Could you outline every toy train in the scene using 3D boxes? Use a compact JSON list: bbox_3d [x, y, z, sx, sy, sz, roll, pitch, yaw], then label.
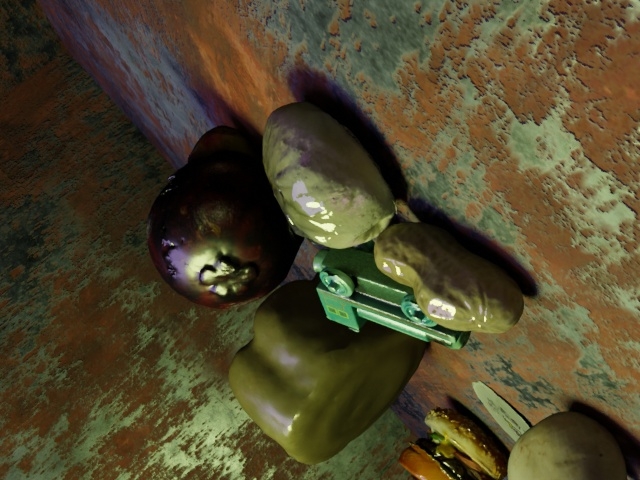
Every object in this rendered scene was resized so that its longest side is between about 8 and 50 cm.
[{"bbox_3d":[0.130,0.099,1.258,0.298,0.120,0.194,18,147,29],"label":"toy train"}]

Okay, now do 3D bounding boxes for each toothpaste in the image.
[{"bbox_3d":[0.000,0.000,1.793,0.089,0.057,0.234,51,175,15],"label":"toothpaste"}]

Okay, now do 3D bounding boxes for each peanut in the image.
[{"bbox_3d":[0.180,0.056,1.076,0.274,0.125,0.111,37,164,45],"label":"peanut"}]

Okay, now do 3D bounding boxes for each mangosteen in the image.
[{"bbox_3d":[-0.216,-0.049,1.717,0.381,0.421,0.381,11,148,7],"label":"mangosteen"}]

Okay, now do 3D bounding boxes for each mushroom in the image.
[{"bbox_3d":[0.410,0.397,1.175,0.209,0.206,0.206,55,167,-27],"label":"mushroom"}]

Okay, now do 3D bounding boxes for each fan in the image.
[{"bbox_3d":[0.485,0.461,1.577,0.415,0.012,0.233,44,170,34],"label":"fan"}]

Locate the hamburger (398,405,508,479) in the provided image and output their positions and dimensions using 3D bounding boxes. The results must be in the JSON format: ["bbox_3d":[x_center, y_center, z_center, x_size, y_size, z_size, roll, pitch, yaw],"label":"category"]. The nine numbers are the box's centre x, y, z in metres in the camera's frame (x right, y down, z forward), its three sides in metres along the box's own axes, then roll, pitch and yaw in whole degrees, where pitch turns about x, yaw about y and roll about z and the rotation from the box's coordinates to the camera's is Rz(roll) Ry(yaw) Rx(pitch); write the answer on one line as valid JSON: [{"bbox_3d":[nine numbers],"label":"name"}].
[{"bbox_3d":[0.370,0.601,1.950,0.291,0.225,0.291,40,171,8],"label":"hamburger"}]

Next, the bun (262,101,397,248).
[{"bbox_3d":[0.000,-0.098,1.159,0.273,0.168,0.273,52,176,6],"label":"bun"}]

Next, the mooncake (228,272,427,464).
[{"bbox_3d":[0.023,0.279,1.651,0.262,0.467,0.467,37,165,30],"label":"mooncake"}]
